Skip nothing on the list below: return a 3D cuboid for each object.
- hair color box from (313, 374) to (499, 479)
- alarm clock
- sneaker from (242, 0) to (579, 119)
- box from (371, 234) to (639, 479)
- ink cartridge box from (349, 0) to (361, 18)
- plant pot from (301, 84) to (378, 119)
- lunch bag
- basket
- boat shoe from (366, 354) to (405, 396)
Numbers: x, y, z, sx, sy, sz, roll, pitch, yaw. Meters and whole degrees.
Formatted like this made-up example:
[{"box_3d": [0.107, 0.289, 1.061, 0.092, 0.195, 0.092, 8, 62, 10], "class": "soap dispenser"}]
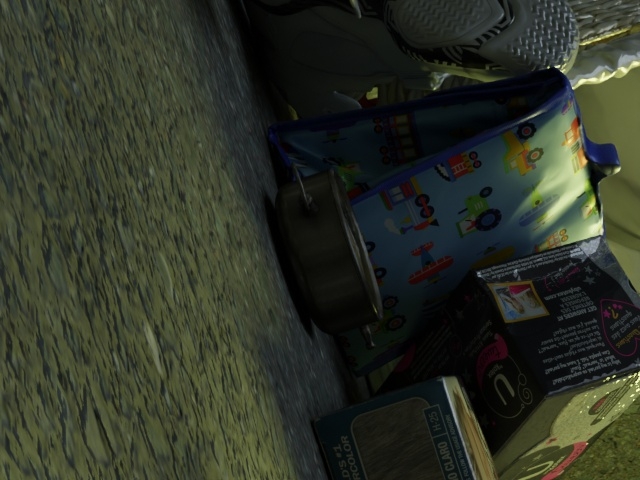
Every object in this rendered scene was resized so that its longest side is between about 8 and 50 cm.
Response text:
[{"box_3d": [0.085, 0.202, 1.578, 0.347, 0.105, 0.174, 25, 47, -83], "class": "hair color box"}, {"box_3d": [0.000, 0.000, 1.597, 0.192, 0.064, 0.129, 70, 5, -53], "class": "alarm clock"}, {"box_3d": [0.078, -0.190, 1.884, 0.137, 0.366, 0.210, -55, 154, -29], "class": "sneaker"}, {"box_3d": [0.181, 0.131, 1.826, 0.142, 0.163, 0.247, 62, -35, 22], "class": "box"}, {"box_3d": [-0.080, -0.339, 1.603, 0.207, 0.119, 0.353, 38, 34, -83], "class": "ink cartridge box"}, {"box_3d": [0.075, -0.221, 2.279, 0.236, 0.267, 0.267, -78, 152, -54], "class": "plant pot"}, {"box_3d": [0.129, -0.031, 1.802, 0.221, 0.293, 0.138, 68, 7, -46], "class": "lunch bag"}, {"box_3d": [0.244, -0.092, 2.086, 0.266, 0.328, 0.331, 30, -51, 41], "class": "basket"}, {"box_3d": [0.133, 0.218, 1.961, 0.109, 0.098, 0.302, 50, 17, -56], "class": "boat shoe"}]
